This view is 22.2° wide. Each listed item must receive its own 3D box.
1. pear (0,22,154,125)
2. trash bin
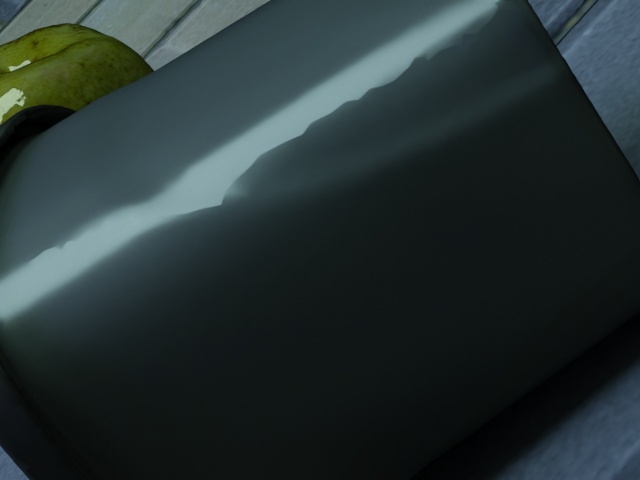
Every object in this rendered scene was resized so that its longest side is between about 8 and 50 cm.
[{"bbox_3d":[-0.180,-0.042,1.102,0.197,0.197,0.197,-36,24,19],"label":"pear"},{"bbox_3d":[0.000,0.000,0.692,0.250,0.220,0.219,-34,26,8],"label":"trash bin"}]
